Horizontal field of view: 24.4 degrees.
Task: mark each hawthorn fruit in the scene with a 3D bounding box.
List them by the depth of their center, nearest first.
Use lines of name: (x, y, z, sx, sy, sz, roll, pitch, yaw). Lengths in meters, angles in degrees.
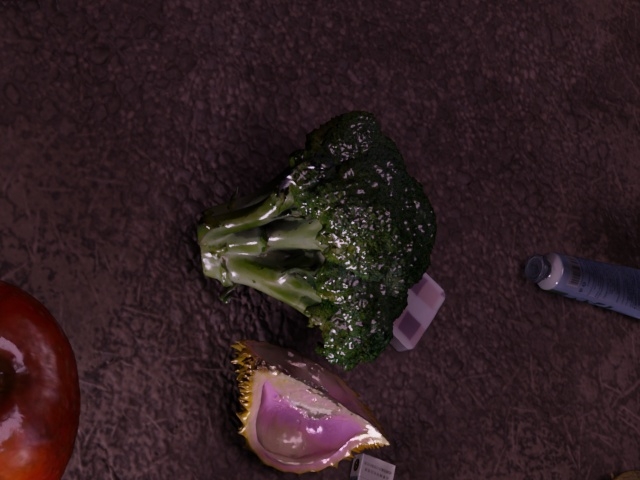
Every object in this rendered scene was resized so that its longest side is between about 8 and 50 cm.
hawthorn fruit: (-0.372, 0.172, 1.496, 0.284, 0.284, 0.284, 9, 74, -31)

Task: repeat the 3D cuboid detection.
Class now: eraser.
eraser: (0.118, 0.091, 1.968, 0.065, 0.026, 0.105, 43, 60, -14)

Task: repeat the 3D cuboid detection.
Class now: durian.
durian: (-0.024, 0.195, 1.788, 0.182, 0.132, 0.165, 0, 71, -30)

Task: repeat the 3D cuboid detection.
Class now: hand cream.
hand cream: (0.404, 0.063, 2.148, 0.256, 0.055, 0.088, 12, 64, -33)

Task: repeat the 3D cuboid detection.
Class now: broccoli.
broccoli: (0.000, 0.000, 1.787, 0.283, 0.321, 0.304, -4, 91, 4)

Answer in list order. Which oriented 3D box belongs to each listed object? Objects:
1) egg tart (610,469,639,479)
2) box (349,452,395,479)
egg tart: (0.489, 0.433, 2.092, 0.232, 0.098, 0.252, -45, 107, -29)
box: (0.061, 0.318, 1.877, 0.054, 0.024, 0.083, 26, 64, -28)
